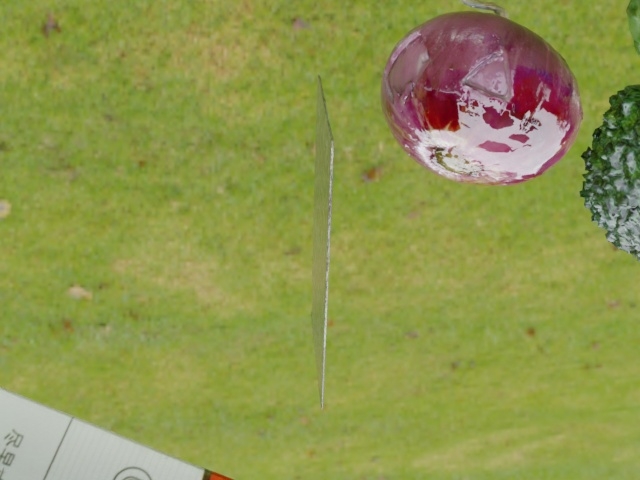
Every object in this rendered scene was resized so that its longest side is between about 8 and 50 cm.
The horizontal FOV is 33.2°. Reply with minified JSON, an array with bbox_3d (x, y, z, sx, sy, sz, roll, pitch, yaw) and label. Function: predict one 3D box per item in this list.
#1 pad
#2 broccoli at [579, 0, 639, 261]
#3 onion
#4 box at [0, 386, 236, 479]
[{"bbox_3d":[0.000,0.000,0.871,0.003,0.158,0.235,0,117,-4],"label":"pad"},{"bbox_3d":[0.289,-0.084,0.666,0.297,0.297,0.297,-6,117,-13],"label":"broccoli"},{"bbox_3d":[0.141,-0.124,0.933,0.153,0.177,0.177,-42,154,-9],"label":"onion"},{"bbox_3d":[-0.140,0.178,0.627,0.245,0.139,0.035,21,159,-2],"label":"box"}]
